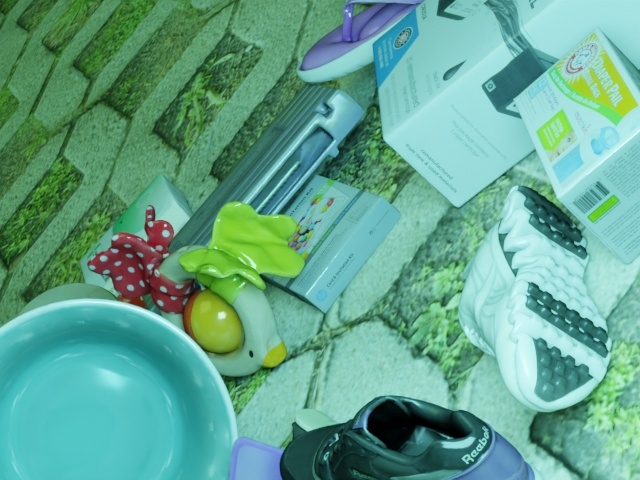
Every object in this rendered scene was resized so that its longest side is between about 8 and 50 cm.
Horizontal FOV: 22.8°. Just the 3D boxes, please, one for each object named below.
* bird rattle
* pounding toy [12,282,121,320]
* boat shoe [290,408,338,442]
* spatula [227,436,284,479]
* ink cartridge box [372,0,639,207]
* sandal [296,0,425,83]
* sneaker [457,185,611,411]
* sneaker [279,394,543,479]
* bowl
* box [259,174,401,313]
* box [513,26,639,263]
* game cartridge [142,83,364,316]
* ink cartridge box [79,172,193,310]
[{"bbox_3d":[-0.138,0.065,1.788,0.253,0.207,0.143,-12,18,38],"label":"bird rattle"},{"bbox_3d":[-0.297,0.174,2.049,0.183,0.110,0.237,-39,54,-5],"label":"pounding toy"},{"bbox_3d":[0.013,0.209,1.544,0.133,0.049,0.042,33,119,55],"label":"boat shoe"},{"bbox_3d":[-0.002,0.254,1.492,0.296,0.030,0.084,11,93,56],"label":"spatula"},{"bbox_3d":[0.213,-0.216,1.704,0.307,0.129,0.223,-38,27,22],"label":"ink cartridge box"},{"bbox_3d":[0.131,-0.330,1.980,0.416,0.102,0.169,-27,16,26],"label":"sandal"},{"bbox_3d":[0.180,0.070,1.409,0.118,0.110,0.292,-46,16,25],"label":"sneaker"},{"bbox_3d":[0.056,0.174,1.374,0.283,0.124,0.107,-2,45,46],"label":"sneaker"},{"bbox_3d":[-0.248,0.216,1.708,0.311,0.311,0.163,-52,6,-5],"label":"bowl"},{"bbox_3d":[0.000,0.000,1.855,0.145,0.038,0.186,-52,24,-7],"label":"box"},{"bbox_3d":[0.270,-0.093,1.472,0.114,0.103,0.203,-41,26,17],"label":"box"},{"bbox_3d":[-0.093,-0.046,1.998,0.355,0.068,0.230,-50,9,-1],"label":"game cartridge"},{"bbox_3d":[-0.249,0.020,2.211,0.181,0.056,0.224,-46,24,6],"label":"ink cartridge box"}]
